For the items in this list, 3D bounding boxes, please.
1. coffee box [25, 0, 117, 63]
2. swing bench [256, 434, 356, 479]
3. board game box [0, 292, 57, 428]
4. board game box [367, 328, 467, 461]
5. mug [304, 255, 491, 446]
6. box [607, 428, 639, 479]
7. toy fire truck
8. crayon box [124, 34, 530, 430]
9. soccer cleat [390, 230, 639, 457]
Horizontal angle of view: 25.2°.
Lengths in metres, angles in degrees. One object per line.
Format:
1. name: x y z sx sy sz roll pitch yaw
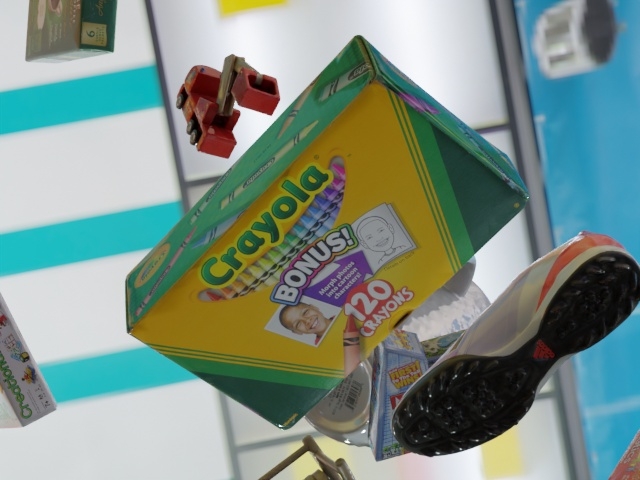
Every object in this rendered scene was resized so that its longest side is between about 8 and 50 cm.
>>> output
1. coffee box: -0.259 -0.243 1.483 0.040 0.113 0.184 4 180 -29
2. swing bench: -0.028 0.496 2.276 0.253 0.254 0.165 -35 -162 -13
3. board game box: -0.415 0.142 1.812 0.053 0.193 0.305 -27 -179 -19
4. board game box: 0.147 0.195 1.993 0.194 0.194 0.060 -16 -147 -3
5. mug: 0.127 0.158 2.298 0.328 0.276 0.374 -17 143 -57
6. box: 0.539 0.342 2.151 0.257 0.122 0.128 -48 -171 -30
7. toy fire truck: -0.116 -0.176 1.737 0.047 0.135 0.192 14 -150 -28
8. crayon box: 0.000 0.000 1.098 0.278 0.165 0.081 -45 -152 18
9. soccer cleat: 0.205 0.111 1.546 0.318 0.108 0.116 -42 -161 8
